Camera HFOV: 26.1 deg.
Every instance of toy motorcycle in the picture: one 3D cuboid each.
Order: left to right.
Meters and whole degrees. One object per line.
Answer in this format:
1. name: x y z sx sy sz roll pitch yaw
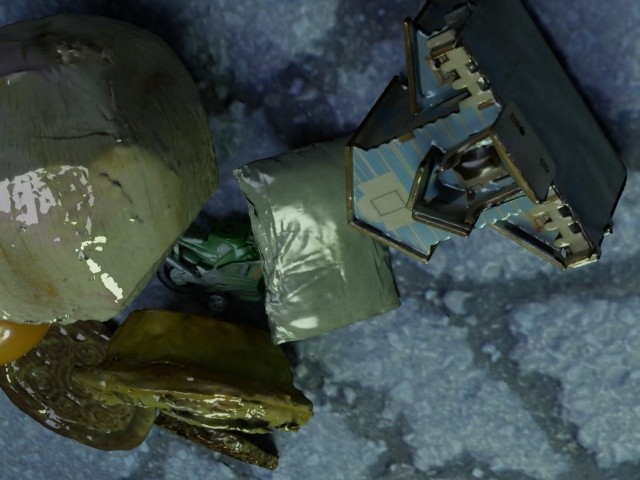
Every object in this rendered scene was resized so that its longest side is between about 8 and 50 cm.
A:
1. toy motorcycle: -0.093 0.019 1.479 0.190 0.074 0.106 5 126 18

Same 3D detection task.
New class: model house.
1. model house: 0.117 -0.076 1.226 0.206 0.178 0.271 -19 118 39

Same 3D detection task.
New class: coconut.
1. coconut: -0.252 -0.087 1.336 0.297 0.297 0.255 3 138 26

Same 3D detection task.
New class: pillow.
1. pillow: 0.000 0.000 1.396 0.148 0.050 0.230 -17 128 -10

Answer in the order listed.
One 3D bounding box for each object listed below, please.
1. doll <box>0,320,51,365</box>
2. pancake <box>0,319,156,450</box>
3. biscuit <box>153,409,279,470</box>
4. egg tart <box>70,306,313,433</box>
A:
1. doll: -0.383 0.025 1.563 0.213 0.213 0.236 37 120 -3
2. pancake: -0.313 0.176 1.748 0.250 0.031 0.250 14 130 17
3. biscuit: -0.126 0.231 1.603 0.131 0.026 0.237 17 170 12
4. egg tart: -0.137 0.143 1.523 0.288 0.118 0.288 7 173 1
